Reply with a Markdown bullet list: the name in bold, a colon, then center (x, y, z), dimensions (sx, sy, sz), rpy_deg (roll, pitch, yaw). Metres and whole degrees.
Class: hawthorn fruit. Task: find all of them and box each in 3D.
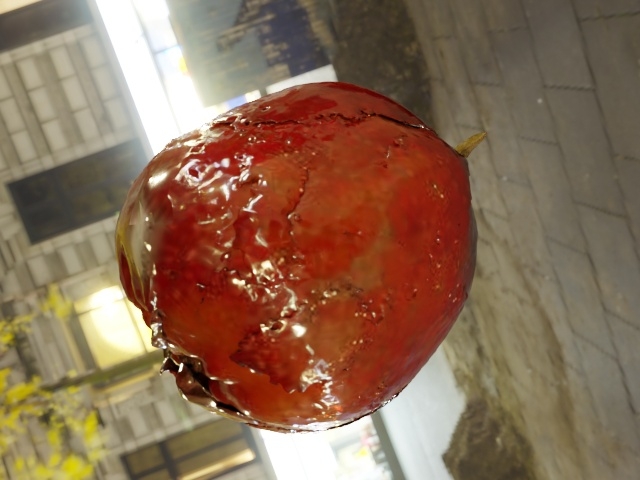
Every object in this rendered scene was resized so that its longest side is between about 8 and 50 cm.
- **hawthorn fruit**: center (0.000, 0.000, 0.407), dimensions (0.148, 0.172, 0.148), rpy_deg (47, 167, 15)
